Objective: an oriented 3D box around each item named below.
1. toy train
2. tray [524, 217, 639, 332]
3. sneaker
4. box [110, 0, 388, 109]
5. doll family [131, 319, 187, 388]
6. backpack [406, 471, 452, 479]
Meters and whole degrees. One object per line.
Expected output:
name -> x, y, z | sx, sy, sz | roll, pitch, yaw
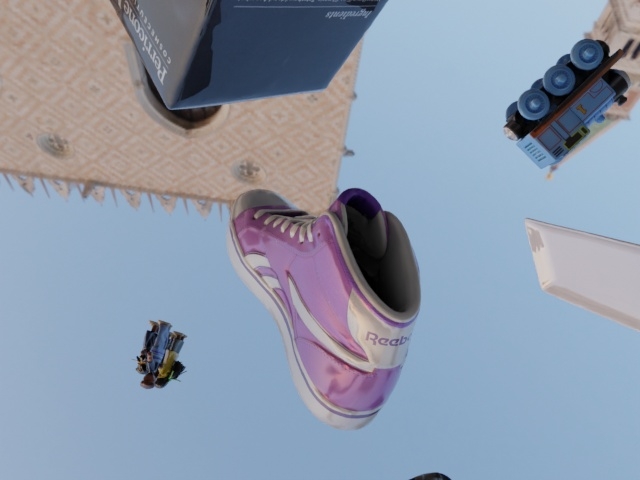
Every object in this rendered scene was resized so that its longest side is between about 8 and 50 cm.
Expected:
toy train -> 0.340, -0.189, 0.745 | 0.184, 0.080, 0.105 | -43, -93, 0
tray -> 0.417, 0.046, 0.814 | 0.030, 0.145, 0.270 | -25, -162, -11
sneaker -> 0.001, 0.000, 0.478 | 0.102, 0.161, 0.282 | -7, -140, -29
box -> -0.046, -0.356, 0.447 | 0.211, 0.395, 0.294 | -21, -106, -38
doll family -> -0.285, 0.208, 0.958 | 0.075, 0.193, 0.112 | 12, -111, 13
backpack -> 0.115, 0.315, 0.569 | 0.104, 0.084, 0.114 | -18, -153, 0
